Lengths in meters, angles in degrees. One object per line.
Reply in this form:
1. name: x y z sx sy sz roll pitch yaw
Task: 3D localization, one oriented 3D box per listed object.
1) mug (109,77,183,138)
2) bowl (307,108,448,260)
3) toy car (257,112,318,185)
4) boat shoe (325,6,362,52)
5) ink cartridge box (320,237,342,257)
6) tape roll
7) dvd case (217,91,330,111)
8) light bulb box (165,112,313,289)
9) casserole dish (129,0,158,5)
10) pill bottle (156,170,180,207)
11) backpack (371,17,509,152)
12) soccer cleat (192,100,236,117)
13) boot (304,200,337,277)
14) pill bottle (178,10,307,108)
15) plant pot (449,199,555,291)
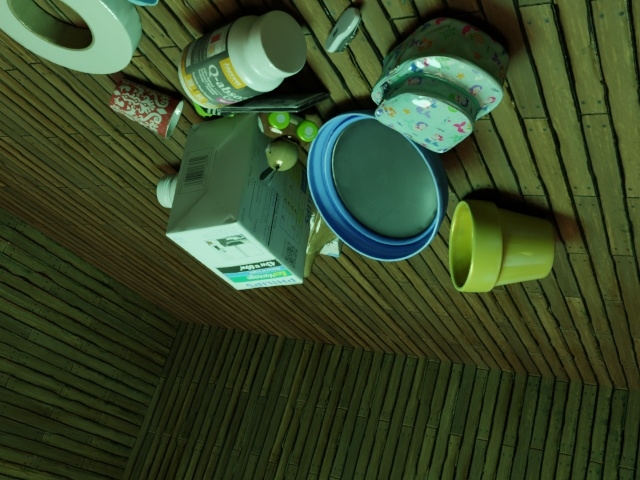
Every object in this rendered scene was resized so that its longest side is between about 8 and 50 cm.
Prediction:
1. mug: -0.477 -0.355 1.879 0.169 0.113 0.150 24 156 -6
2. bowl: 0.141 -0.138 1.709 0.391 0.077 0.391 23 129 31
3. toy car: -0.109 -0.231 1.714 0.148 0.189 0.155 21 -172 -20
4. boat shoe: 0.054 -0.427 1.402 0.040 0.049 0.142 5 165 -22
5. ink cartridge box: 0.029 -0.019 2.319 0.092 0.090 0.143 13 157 9
6. tape roll: -0.611 -0.536 1.599 0.391 0.072 0.392 14 158 6
7. dvd case: -0.111 -0.329 1.634 0.221 0.164 0.018 6 114 27
8. light bulb box: -0.203 -0.099 1.910 0.225 0.358 0.361 -8 149 25
9. casserole dish: -0.384 -0.561 1.417 0.114 0.037 0.188 18 159 -1
10. pill bottle: -0.390 -0.153 2.230 0.271 0.152 0.152 6 155 26
11. backpack: 0.239 -0.309 1.367 0.225 0.191 0.253 26 152 -18
12. soccer cleat: -0.262 -0.358 1.781 0.178 0.060 0.072 2 141 34
13. boot: 0.000 0.000 2.205 0.115 0.112 0.305 12 119 -7
14. pill bottle: -0.171 -0.391 1.492 0.278 0.162 0.162 -6 148 45
15. plant pot: 0.497 0.019 1.885 0.238 0.254 0.254 3 158 -4
